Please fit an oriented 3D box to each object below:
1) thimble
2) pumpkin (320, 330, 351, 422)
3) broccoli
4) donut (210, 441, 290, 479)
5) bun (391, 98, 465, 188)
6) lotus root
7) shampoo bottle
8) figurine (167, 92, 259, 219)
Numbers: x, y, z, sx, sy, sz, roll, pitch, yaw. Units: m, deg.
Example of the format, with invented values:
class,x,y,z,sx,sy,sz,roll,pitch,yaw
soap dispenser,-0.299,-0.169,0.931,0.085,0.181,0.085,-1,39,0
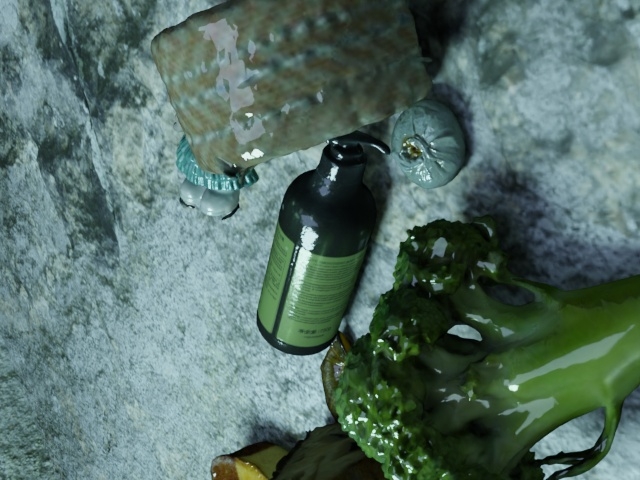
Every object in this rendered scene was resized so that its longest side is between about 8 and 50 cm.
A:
class,x,y,z,sx,sy,sz,roll,pitch,yaw
thimble,-0.026,-0.157,0.699,0.196,0.229,0.148,-98,-12,-74
pumpkin,0.030,0.165,0.944,0.073,0.035,0.101,61,146,32
broccoli,0.157,0.101,0.679,0.302,0.186,0.254,-47,60,5
donut,-0.072,0.362,1.125,0.217,0.085,0.141,13,118,46
bun,0.097,-0.088,0.716,0.083,0.045,0.083,21,121,38
lotus root,0.027,0.260,0.882,0.170,0.260,0.074,-24,90,21
shampoo bottle,0.000,0.000,0.834,0.101,0.101,0.284,42,137,28
figurine,-0.116,-0.139,0.904,0.138,0.110,0.245,30,134,26
